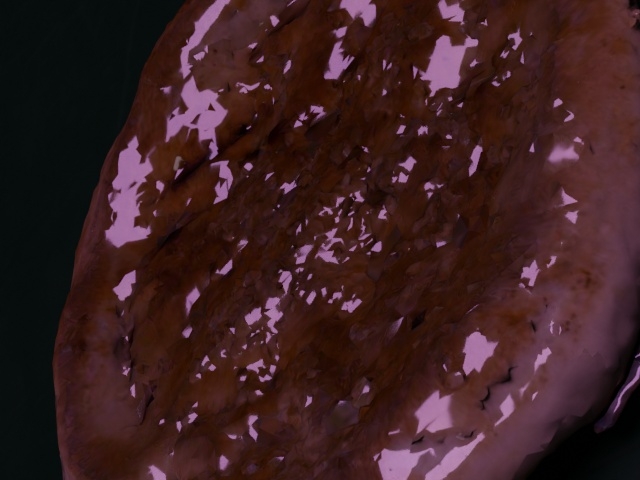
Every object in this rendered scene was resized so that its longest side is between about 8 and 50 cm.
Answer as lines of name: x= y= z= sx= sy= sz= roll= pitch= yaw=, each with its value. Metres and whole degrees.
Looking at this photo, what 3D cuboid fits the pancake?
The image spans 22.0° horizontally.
pancake: x=0.001 y=0.001 z=0.766 sx=0.382 sy=0.071 sz=0.382 roll=-26 pitch=48 yaw=33
